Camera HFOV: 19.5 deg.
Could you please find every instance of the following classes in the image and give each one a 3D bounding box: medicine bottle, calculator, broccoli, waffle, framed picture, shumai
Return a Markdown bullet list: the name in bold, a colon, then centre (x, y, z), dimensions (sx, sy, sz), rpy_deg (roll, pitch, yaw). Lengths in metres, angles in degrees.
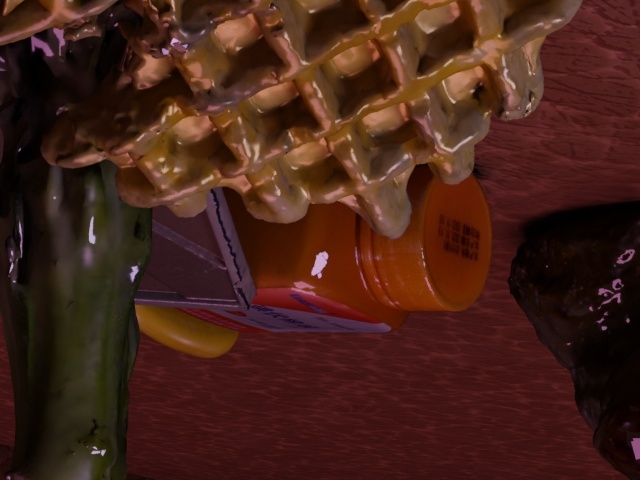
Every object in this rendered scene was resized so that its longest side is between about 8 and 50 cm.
- **medicine bottle**: centre (0.000, 0.001, 1.314), dimensions (0.222, 0.112, 0.149), rpy_deg (-2, 164, 33)
- **calculator**: centre (-0.118, 0.019, 1.407), dimensions (0.032, 0.146, 0.235), rpy_deg (-32, 159, 18)
- **broccoli**: centre (-0.106, -0.015, 0.891), dimensions (0.145, 0.304, 0.165), rpy_deg (2, 164, 12)
- **waffle**: centre (-0.009, -0.105, 0.770), dimensions (0.250, 0.056, 0.261), rpy_deg (12, 126, -23)
- **framed picture**: centre (-0.162, -0.030, 1.140), dimensions (0.211, 0.020, 0.289), rpy_deg (4, 153, 10)
- **shumai**: centre (0.246, 0.095, 1.403), dimensions (0.222, 0.204, 0.272), rpy_deg (7, 170, 5)
